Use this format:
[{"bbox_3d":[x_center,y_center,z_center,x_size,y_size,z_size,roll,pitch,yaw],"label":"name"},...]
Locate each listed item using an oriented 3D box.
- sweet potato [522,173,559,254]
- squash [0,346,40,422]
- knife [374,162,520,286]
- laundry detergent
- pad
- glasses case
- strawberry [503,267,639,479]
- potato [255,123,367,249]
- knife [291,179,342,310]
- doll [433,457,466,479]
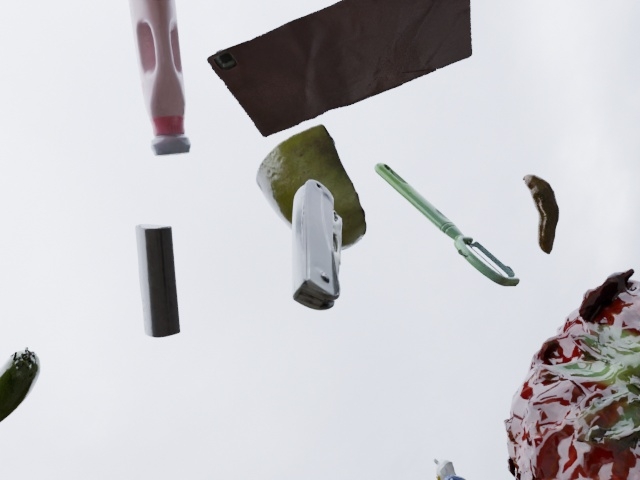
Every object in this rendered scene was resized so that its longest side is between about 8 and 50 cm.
[{"bbox_3d":[0.487,-0.059,1.182,0.054,0.053,0.182,-17,-83,-29],"label":"sweet potato"},{"bbox_3d":[-0.592,0.285,1.010,0.318,0.071,0.080,-38,-74,22],"label":"squash"},{"bbox_3d":[0.120,-0.023,0.582,0.054,0.212,0.015,0,-51,-44],"label":"knife"},{"bbox_3d":[-0.317,-0.338,1.094,0.088,0.159,0.335,-9,-82,-20],"label":"laundry detergent"},{"bbox_3d":[0.022,-0.139,0.413,0.113,0.188,0.006,51,-158,-64],"label":"pad"},{"bbox_3d":[-0.278,0.068,0.925,0.042,0.072,0.190,-10,-80,-47],"label":"glasses case"},{"bbox_3d":[0.281,0.165,0.405,0.274,0.274,0.220,-43,-46,-26],"label":"strawberry"},{"bbox_3d":[-0.025,-0.088,1.499,0.213,0.280,0.330,-23,-28,-13],"label":"potato"},{"bbox_3d":[-0.003,-0.001,0.710,0.073,0.265,0.040,30,-64,-16],"label":"knife"},{"bbox_3d":[0.339,0.601,1.296,0.114,0.227,0.057,31,-82,-31],"label":"doll"}]
